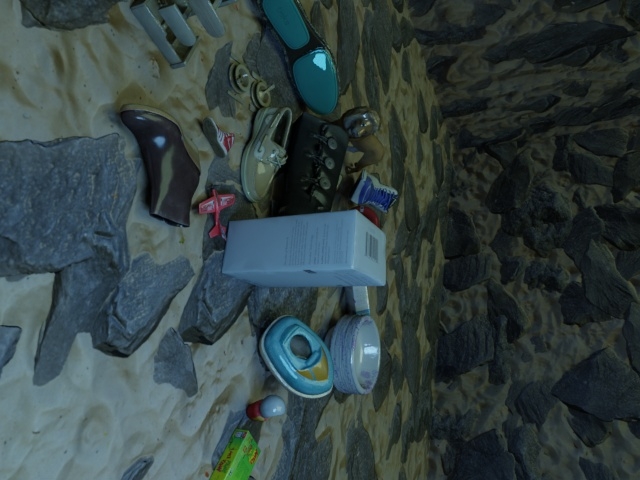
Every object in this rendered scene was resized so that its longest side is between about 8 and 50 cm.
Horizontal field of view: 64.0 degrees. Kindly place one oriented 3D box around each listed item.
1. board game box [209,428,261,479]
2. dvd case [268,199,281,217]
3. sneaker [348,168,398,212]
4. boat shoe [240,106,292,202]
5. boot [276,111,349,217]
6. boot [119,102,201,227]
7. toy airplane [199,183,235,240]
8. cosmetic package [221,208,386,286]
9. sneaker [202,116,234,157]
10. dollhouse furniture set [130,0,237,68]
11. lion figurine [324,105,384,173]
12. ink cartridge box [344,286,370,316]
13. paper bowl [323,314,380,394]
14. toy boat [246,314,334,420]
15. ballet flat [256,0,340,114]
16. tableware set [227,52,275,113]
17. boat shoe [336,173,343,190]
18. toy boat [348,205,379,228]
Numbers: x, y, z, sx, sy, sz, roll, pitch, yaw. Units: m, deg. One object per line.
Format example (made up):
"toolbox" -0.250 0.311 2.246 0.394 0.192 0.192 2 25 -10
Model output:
"board game box" -0.222 0.587 1.304 0.181 0.043 0.092 -61 139 -47
"dvd case" -0.114 -0.007 1.628 0.164 0.018 0.221 12 76 -63
"sneaker" 0.221 -0.192 2.035 0.127 0.182 0.315 -63 179 13
"boat shoe" -0.150 -0.254 1.487 0.109 0.098 0.302 40 57 -56
"boot" 0.032 -0.160 1.695 0.367 0.146 0.445 31 52 -35
"boot" -0.344 -0.155 1.105 0.248 0.090 0.206 38 52 -61
"toy airplane" -0.266 -0.071 1.320 0.151 0.028 0.151 11 78 -61
"cosmetic package" -0.042 0.033 1.360 0.217 0.385 0.156 30 59 -56
"sneaker" -0.264 -0.281 1.336 0.118 0.042 0.067 73 33 -41
"dollhouse furniture set" -0.265 -0.504 1.140 0.161 0.242 0.212 56 40 -46
"lion figurine" 0.162 -0.385 1.981 0.392 0.240 0.142 32 59 -59
"ink cartridge box" 0.140 0.208 2.002 0.104 0.062 0.181 -162 -117 -71
"paper bowl" 0.108 0.413 1.871 0.284 0.148 0.284 17 70 -62
"toy boat" -0.082 0.376 1.438 0.267 0.148 0.318 47 50 -8
"ballet flat" -0.060 -0.651 1.697 0.182 0.164 0.482 -96 161 -45
"tableware set" -0.197 -0.451 1.496 0.194 0.039 0.128 23 67 -61
"boat shoe" -0.010 -0.156 1.802 0.095 0.095 0.257 36 54 -19
"toy boat" 0.148 -0.039 1.985 0.151 0.151 0.231 81 18 -58
